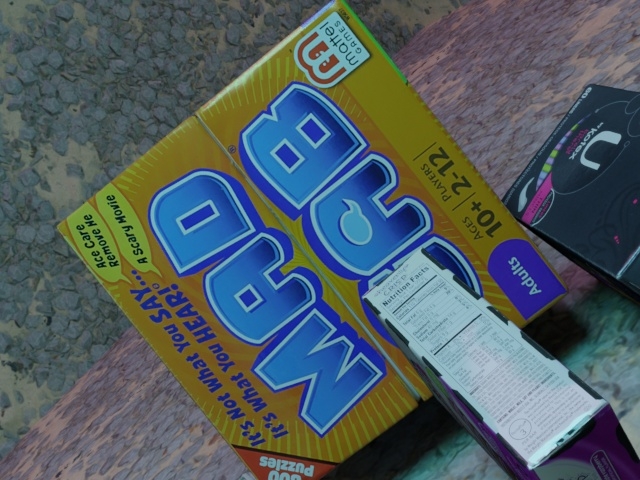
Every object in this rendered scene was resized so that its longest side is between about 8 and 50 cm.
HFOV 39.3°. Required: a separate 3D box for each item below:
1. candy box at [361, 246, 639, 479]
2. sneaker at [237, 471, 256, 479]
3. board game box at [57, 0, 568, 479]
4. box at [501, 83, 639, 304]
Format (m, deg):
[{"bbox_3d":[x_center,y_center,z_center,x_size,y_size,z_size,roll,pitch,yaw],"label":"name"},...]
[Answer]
[{"bbox_3d":[0.142,0.123,0.688,0.071,0.159,0.233,-39,35,-3],"label":"candy box"},{"bbox_3d":[-0.111,0.307,1.026,0.212,0.094,0.080,-43,13,-13],"label":"sneaker"},{"bbox_3d":[0.000,0.000,1.026,0.356,0.356,0.356,-38,2,7],"label":"board game box"},{"bbox_3d":[0.308,-0.032,0.832,0.165,0.143,0.270,-55,16,6],"label":"box"}]
